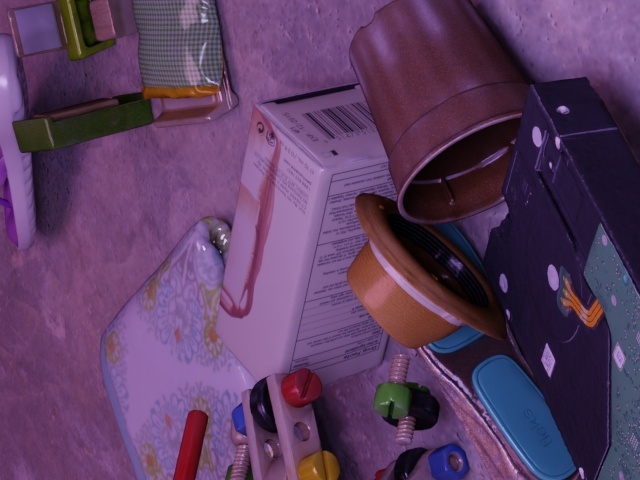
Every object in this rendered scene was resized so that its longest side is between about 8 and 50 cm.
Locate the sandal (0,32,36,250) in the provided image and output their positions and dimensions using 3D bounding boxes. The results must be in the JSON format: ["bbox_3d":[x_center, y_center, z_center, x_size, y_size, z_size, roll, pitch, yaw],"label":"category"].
[{"bbox_3d":[-0.444,-0.137,2.200,0.416,0.102,0.169,100,164,-55],"label":"sandal"}]

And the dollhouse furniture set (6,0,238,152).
[{"bbox_3d":[-0.249,-0.221,1.925,0.301,0.151,0.197,0,104,54],"label":"dollhouse furniture set"}]

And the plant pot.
[{"bbox_3d":[0.113,-0.128,1.464,0.165,0.167,0.167,65,145,24],"label":"plant pot"}]

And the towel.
[{"bbox_3d":[-0.136,0.205,1.981,0.320,0.090,0.374,-43,62,46],"label":"towel"}]

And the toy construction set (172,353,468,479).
[{"bbox_3d":[-0.018,0.281,1.634,0.309,0.237,0.257,-6,146,27],"label":"toy construction set"}]

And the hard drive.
[{"bbox_3d":[0.235,0.064,1.323,0.237,0.064,0.339,98,159,-47],"label":"hard drive"}]

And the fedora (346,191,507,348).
[{"bbox_3d":[0.084,0.042,1.471,0.079,0.194,0.194,-46,62,16],"label":"fedora"}]

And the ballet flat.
[{"bbox_3d":[0.139,0.117,1.579,0.316,0.107,0.106,64,158,14],"label":"ballet flat"}]

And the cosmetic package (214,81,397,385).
[{"bbox_3d":[0.000,0.000,1.676,0.129,0.153,0.296,44,135,37],"label":"cosmetic package"}]
